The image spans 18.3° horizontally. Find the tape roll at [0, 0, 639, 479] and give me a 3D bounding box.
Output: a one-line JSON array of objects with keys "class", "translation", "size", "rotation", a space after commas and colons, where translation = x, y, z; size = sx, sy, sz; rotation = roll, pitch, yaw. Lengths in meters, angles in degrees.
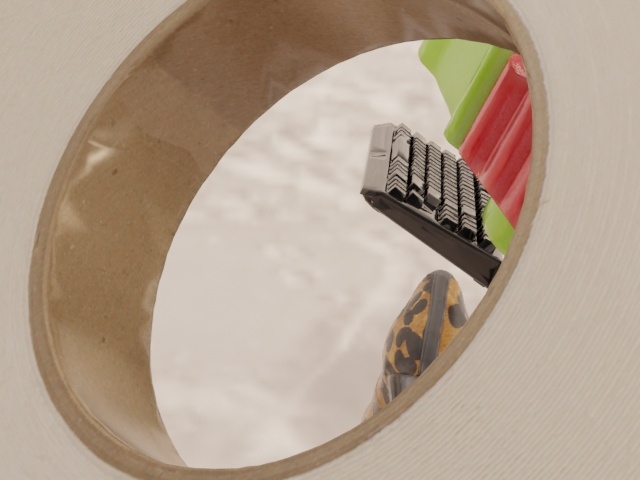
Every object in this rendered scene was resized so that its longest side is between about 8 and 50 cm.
[{"class": "tape roll", "translation": [0.000, 0.000, 0.694], "size": [0.392, 0.392, 0.072], "rotation": [-8, 151, 31]}]

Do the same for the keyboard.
[{"class": "keyboard", "translation": [0.071, -0.017, 1.007], "size": [0.108, 0.023, 0.180], "rotation": [36, -166, -5]}]

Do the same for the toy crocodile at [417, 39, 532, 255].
[{"class": "toy crocodile", "translation": [0.129, 0.003, 0.789], "size": [0.105, 0.340, 0.115], "rotation": [1, 135, -37]}]

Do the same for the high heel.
[{"class": "high heel", "translation": [0.084, 0.093, 1.472], "size": [0.093, 0.186, 0.261], "rotation": [10, -168, 3]}]
